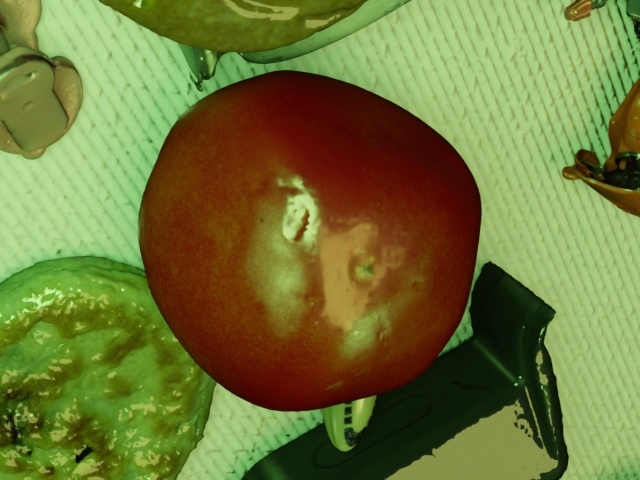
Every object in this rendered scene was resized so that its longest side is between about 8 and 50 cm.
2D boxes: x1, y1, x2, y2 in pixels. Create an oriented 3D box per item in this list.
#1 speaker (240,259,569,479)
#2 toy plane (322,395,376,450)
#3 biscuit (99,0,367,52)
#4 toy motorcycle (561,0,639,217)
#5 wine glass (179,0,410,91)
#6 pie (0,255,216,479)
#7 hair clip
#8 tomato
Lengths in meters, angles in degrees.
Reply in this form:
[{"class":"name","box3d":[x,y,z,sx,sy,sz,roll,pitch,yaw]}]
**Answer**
[{"class":"speaker","box3d":[0.072,0.210,1.368,0.388,0.180,0.184,-31,120,-11]},{"class":"toy plane","box3d":[0.032,0.073,1.300,0.241,0.104,0.256,3,105,-32]},{"class":"biscuit","box3d":[-0.007,-0.301,0.946,0.350,0.070,0.394,29,112,-19]},{"class":"toy motorcycle","box3d":[0.339,-0.152,1.329,0.221,0.147,0.326,-33,133,-36]},{"class":"wine glass","box3d":[-0.026,-0.208,1.110,0.204,0.111,0.111,-22,125,-9]},{"class":"pie","box3d":[-0.225,0.150,1.237,0.302,0.067,0.303,-12,122,-20]},{"class":"hair clip","box3d":[-0.255,-0.137,1.083,0.123,0.102,0.138,-35,160,-4]},{"class":"tomato","box3d":[0.000,0.000,1.115,0.298,0.226,0.299,-2,97,-16]}]
